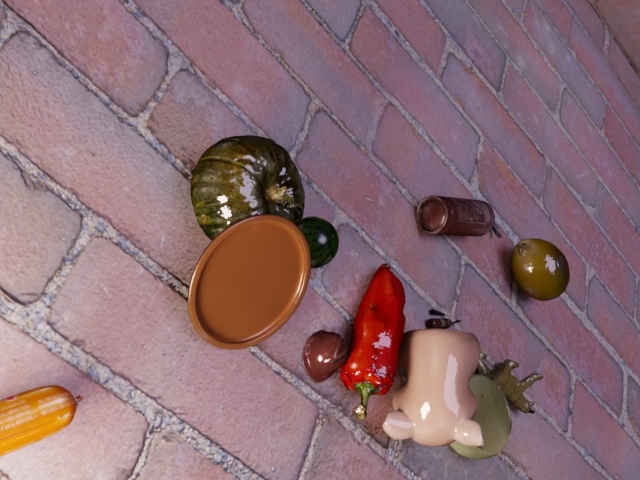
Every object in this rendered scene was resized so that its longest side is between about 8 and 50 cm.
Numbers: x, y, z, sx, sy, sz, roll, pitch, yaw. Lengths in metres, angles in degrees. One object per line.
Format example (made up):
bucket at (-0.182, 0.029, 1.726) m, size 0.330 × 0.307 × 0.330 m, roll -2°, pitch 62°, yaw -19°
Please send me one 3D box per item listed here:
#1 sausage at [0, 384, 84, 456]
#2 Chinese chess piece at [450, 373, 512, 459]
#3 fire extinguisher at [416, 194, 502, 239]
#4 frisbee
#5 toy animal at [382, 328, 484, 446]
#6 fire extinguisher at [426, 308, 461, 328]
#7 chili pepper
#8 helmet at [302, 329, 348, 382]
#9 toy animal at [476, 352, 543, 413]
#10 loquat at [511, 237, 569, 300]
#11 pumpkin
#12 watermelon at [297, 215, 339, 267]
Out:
sausage at (-0.412, 0.243, 1.063) m, size 0.234 × 0.071 × 0.071 m, roll -16°, pitch 87°, yaw -50°
Chinese chess piece at (0.347, 0.395, 1.831) m, size 0.188 × 0.083 × 0.188 m, roll 18°, pitch 63°, yaw -39°
fire extinguisher at (0.352, -0.052, 1.997) m, size 0.269 × 0.105 × 0.104 m, roll 2°, pitch 73°, yaw -46°
frisbee at (-0.118, 0.071, 1.390) m, size 0.251 × 0.021 × 0.251 m, roll -19°, pitch 122°, yaw -32°
toy animal at (0.233, 0.296, 1.677) m, size 0.213 × 0.195 × 0.256 m, roll 73°, pitch 20°, yaw -69°
fire extinguisher at (0.277, 0.182, 1.882) m, size 0.100 × 0.032 × 0.046 m, roll 4°, pitch 38°, yaw -47°
chili pepper at (0.109, 0.196, 1.631) m, size 0.110 × 0.110 × 0.387 m, roll 40°, pitch 47°, yaw -30°
helmet at (0.020, 0.217, 1.557) m, size 0.089 × 0.057 × 0.111 m, roll 56°, pitch 42°, yaw -19°
toy animal at (0.451, 0.347, 1.966) m, size 0.219 × 0.103 × 0.101 m, roll 28°, pitch 75°, yaw -41°
loquat at (0.580, 0.072, 2.166) m, size 0.195 × 0.152 × 0.152 m, roll 56°, pitch 42°, yaw -28°
pumpkin at (-0.123, -0.081, 1.442) m, size 0.224 × 0.157 × 0.223 m, roll 2°, pitch 88°, yaw -51°
watermelon at (0.000, 0.000, 1.618) m, size 0.105 × 0.062 × 0.105 m, roll 16°, pitch 68°, yaw -46°
